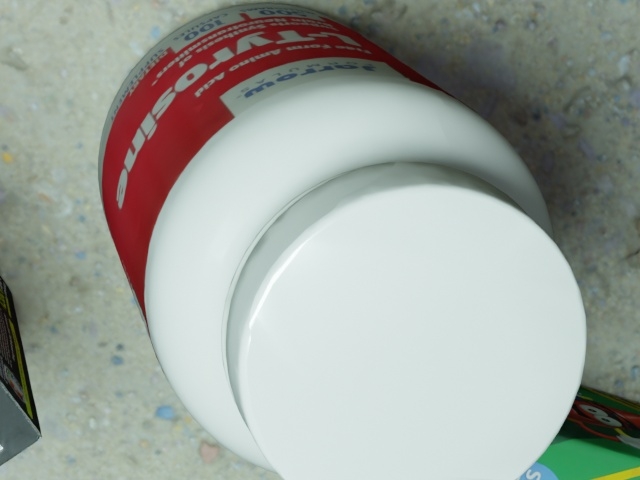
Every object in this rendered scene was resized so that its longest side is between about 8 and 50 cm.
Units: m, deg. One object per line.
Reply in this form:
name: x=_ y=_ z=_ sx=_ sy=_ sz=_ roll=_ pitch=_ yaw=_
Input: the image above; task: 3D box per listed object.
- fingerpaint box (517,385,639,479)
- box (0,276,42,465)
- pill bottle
fingerpaint box: x=0.145 y=0.336 z=1.219 sx=0.371 sy=0.163 sz=0.445 roll=18 pitch=102 yaw=-18
box: x=-0.259 y=0.005 z=0.966 sx=0.060 sy=0.270 sz=0.216 roll=-33 pitch=112 yaw=-3
pill bottle: x=0.000 y=0.000 z=0.952 sx=0.229 sy=0.408 sz=0.229 roll=-4 pitch=107 yaw=-13
